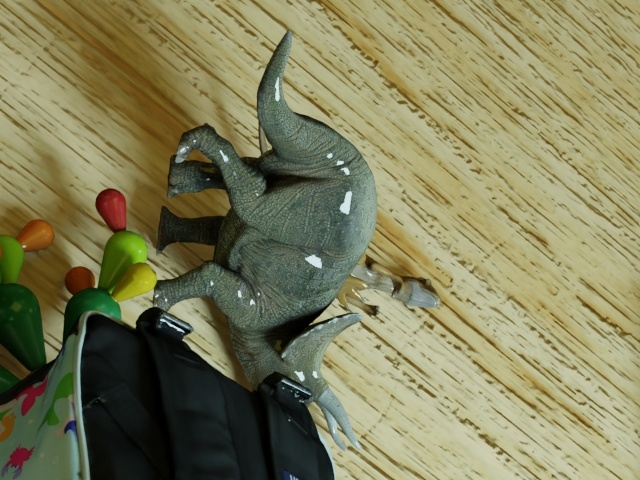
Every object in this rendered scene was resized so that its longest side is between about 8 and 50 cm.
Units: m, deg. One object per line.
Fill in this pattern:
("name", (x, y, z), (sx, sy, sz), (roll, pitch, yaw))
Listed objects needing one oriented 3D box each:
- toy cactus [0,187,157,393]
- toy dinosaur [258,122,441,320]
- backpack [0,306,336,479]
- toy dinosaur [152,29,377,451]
("toy cactus", (-0.177, 0.063, 1.045), (0.219, 0.112, 0.180), (-27, 93, -50))
("toy dinosaur", (0.000, 0.000, 1.235), (0.211, 0.064, 0.112), (44, 30, -20))
("backpack", (-0.081, 0.189, 0.834), (0.225, 0.191, 0.253), (34, 21, -36))
("toy dinosaur", (-0.027, -0.011, 1.116), (0.160, 0.313, 0.121), (8, 28, -9))
